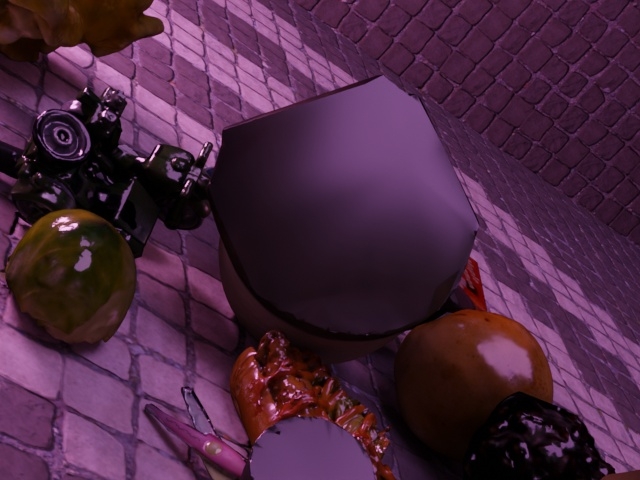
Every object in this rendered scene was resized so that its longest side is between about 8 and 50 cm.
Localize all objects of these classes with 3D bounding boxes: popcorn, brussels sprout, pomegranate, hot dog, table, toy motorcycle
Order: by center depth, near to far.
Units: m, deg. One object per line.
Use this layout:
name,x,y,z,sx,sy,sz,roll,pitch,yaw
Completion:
table,-0.013,0.247,1.178,0.134,0.043,0.133,9,47,-10
brussels sprout,-0.262,0.032,1.258,0.151,0.122,0.149,50,24,25
hot dog,0.008,0.241,1.313,0.158,0.117,0.348,20,28,-37
toy motorcycle,-0.250,-0.066,1.414,0.275,0.127,0.205,41,48,-28
pomegranate,0.222,0.205,1.640,0.233,0.233,0.233,35,21,-16
popcorn,-0.390,-0.401,1.678,0.334,0.292,0.293,-32,110,-44

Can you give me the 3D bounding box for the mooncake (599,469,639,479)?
mooncake,0.372,0.485,1.249,0.467,0.262,0.467,41,19,-18

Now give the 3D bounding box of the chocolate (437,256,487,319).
chocolate,0.181,0.059,2.026,0.235,0.108,0.237,38,19,-13

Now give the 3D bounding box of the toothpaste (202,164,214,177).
toothpaste,-0.137,-0.052,1.788,0.197,0.035,0.057,52,29,20

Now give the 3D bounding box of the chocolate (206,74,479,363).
chocolate,0.000,0.000,1.520,0.314,0.297,0.326,-23,85,-22

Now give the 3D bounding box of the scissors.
scissors,-0.111,0.225,1.218,0.134,0.020,0.187,-24,53,-35

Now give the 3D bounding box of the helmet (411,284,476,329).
helmet,0.083,0.046,1.776,0.305,0.177,0.225,50,6,-14

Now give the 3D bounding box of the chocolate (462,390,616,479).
chocolate,0.309,0.326,1.479,0.224,0.206,0.177,25,-4,-42

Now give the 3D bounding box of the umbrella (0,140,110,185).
umbrella,-0.319,-0.075,1.475,0.250,0.053,0.052,25,23,-40
